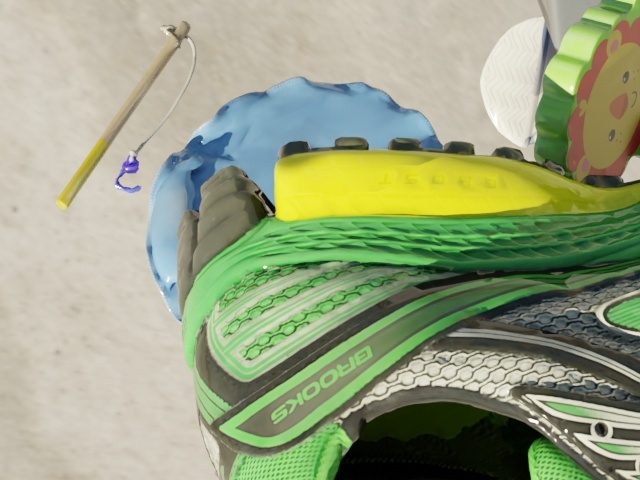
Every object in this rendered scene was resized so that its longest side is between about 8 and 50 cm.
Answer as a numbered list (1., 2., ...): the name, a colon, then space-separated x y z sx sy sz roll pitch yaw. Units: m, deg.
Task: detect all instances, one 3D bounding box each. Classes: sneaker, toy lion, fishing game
1. sneaker: 0.284 -0.110 1.415 0.315 0.182 0.127 15 105 6
2. sneaker: 0.124 0.053 0.645 0.343 0.134 0.146 -3 54 -2
3. toy lion: 0.115 -0.064 0.704 0.034 0.096 0.100 21 99 34
4. fishing game: 0.000 0.000 0.988 0.264 0.041 0.189 24 62 4

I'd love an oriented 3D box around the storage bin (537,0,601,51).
1. storage bin: 0.146 -0.178 1.087 0.098 0.135 0.091 -10 48 4
